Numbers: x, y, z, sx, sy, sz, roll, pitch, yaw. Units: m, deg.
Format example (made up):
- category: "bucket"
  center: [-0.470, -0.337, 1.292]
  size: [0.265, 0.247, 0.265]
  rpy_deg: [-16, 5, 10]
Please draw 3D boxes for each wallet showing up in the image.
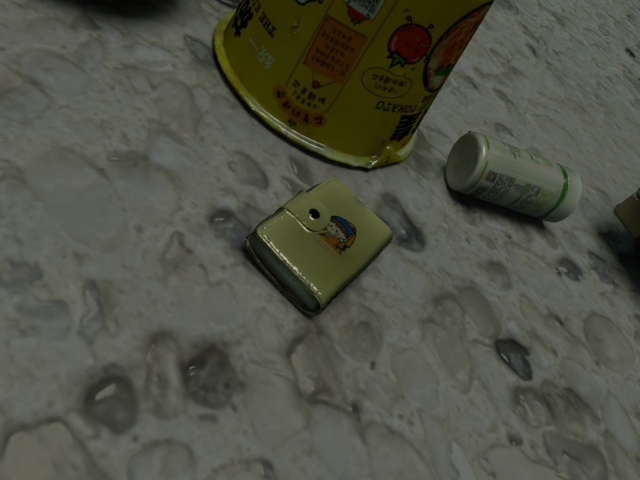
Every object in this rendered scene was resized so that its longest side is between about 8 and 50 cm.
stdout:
- category: "wallet"
  center: [0.000, 0.000, 0.683]
  size: [0.110, 0.039, 0.155]
  rpy_deg: [46, 43, 4]

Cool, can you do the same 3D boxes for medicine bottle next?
- category: "medicine bottle"
  center: [0.274, -0.088, 0.914]
  size: [0.183, 0.086, 0.086]
  rpy_deg: [15, 47, -24]

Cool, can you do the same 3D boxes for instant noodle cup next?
- category: "instant noodle cup"
  center: [0.058, -0.294, 0.821]
  size: [0.325, 0.254, 0.326]
  rpy_deg: [20, 45, -21]

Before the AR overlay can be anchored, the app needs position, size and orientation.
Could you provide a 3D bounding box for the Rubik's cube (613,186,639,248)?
- category: "Rubik's cube"
  center: [0.581, -0.044, 0.964]
  size: [0.213, 0.224, 0.265]
  rpy_deg: [63, 5, 23]
